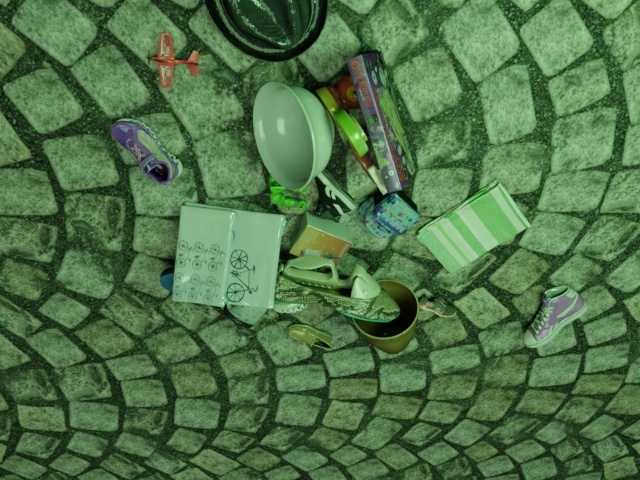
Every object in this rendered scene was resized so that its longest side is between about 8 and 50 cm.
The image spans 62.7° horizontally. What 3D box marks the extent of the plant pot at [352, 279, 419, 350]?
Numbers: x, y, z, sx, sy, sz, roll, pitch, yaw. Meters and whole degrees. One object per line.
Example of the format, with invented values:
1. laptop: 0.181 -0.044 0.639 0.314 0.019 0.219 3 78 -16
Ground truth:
1. plant pot: 0.253 0.309 1.930 0.237 0.237 0.254 -14 142 6

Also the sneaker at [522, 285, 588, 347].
1. sneaker: 0.860 0.281 2.014 0.161 0.102 0.282 38 105 -23

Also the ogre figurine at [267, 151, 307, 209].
1. ogre figurine: -0.102 -0.184 1.606 0.118 0.097 0.197 -8 138 -12

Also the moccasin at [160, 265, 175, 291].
1. moccasin: -0.366 0.103 1.788 0.342 0.117 0.138 -4 138 -5

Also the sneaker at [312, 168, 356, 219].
1. sneaker: 0.005 -0.141 1.652 0.121 0.079 0.217 -36 122 18

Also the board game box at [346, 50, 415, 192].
1. board game box: 0.169 -0.319 1.390 0.056 0.208 0.347 -11 108 29

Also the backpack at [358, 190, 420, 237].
1. backpack: 0.212 -0.079 1.691 0.173 0.117 0.158 -37 119 24

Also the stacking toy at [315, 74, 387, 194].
1. stacking toy: 0.135 -0.297 1.437 0.130 0.279 0.309 -33 121 6

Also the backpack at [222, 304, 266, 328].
1. backpack: -0.247 0.222 1.878 0.152 0.115 0.182 32 115 -21

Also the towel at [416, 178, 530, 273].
1. towel: 0.521 -0.036 1.791 0.325 0.038 0.248 -36 121 20

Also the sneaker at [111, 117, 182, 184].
1. sneaker: -0.505 -0.250 1.524 0.095 0.104 0.236 -33 120 21

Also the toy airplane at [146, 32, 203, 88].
1. toy airplane: -0.389 -0.482 1.409 0.151 0.028 0.151 -2 128 -3

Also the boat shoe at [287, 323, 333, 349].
1. boat shoe: -0.038 0.376 2.029 0.190 0.072 0.068 15 124 -14

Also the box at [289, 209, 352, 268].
1. box: 0.000 0.000 1.747 0.170 0.091 0.130 21 122 -18

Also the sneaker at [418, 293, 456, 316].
1. sneaker: 0.447 0.240 1.975 0.157 0.061 0.065 15 117 -15

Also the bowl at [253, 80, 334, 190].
1. bowl: -0.055 -0.298 1.450 0.134 0.298 0.298 -22 133 -31

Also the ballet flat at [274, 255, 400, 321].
1. ballet flat: 0.039 0.146 1.722 0.482 0.164 0.182 11 121 0

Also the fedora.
1. fedora: -0.135 -0.580 1.279 0.334 0.152 0.334 -2 126 -2

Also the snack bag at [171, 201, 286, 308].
1. snack bag: -0.293 0.057 1.673 0.342 0.037 0.323 8 92 3

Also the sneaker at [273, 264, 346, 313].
1. sneaker: -0.043 0.167 1.868 0.292 0.110 0.118 -22 115 4
